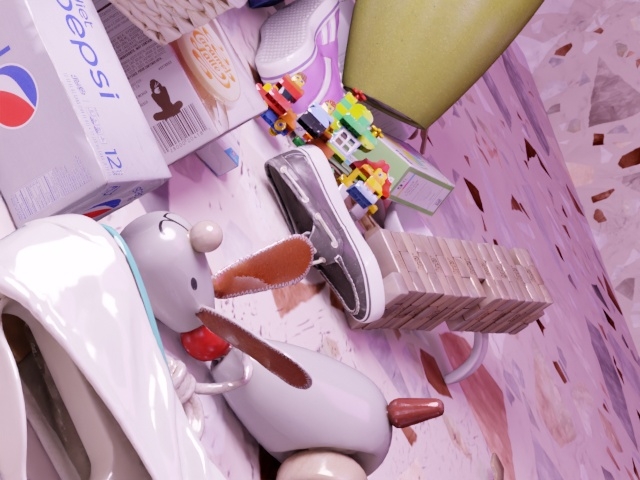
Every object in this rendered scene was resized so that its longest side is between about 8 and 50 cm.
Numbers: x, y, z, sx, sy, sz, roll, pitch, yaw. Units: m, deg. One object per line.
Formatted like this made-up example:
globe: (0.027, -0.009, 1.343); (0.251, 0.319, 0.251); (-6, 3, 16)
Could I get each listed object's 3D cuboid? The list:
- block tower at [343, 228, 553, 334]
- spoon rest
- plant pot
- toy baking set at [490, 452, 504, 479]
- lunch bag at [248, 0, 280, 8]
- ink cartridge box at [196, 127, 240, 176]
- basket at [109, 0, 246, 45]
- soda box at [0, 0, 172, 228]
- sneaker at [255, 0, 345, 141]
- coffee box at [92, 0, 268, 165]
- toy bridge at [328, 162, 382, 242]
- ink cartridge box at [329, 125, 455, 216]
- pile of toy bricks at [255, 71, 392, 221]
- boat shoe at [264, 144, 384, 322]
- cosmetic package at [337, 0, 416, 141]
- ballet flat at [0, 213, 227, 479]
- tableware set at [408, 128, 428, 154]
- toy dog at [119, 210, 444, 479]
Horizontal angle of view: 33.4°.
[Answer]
block tower: (0.166, 0.058, 1.371); (0.335, 0.091, 0.097); (5, 53, -46)
spoon rest: (0.168, 0.061, 1.516); (0.137, 0.084, 0.276); (7, 59, -66)
plant pot: (0.156, -0.315, 1.490); (0.275, 0.293, 0.275); (27, 4, -2)
toy baking set: (0.245, 0.400, 1.372); (0.197, 0.030, 0.256); (24, 44, -64)
lunch bag: (-0.064, -0.362, 1.461); (0.067, 0.098, 0.065); (-28, 102, -58)
ink cartridge box: (-0.111, -0.114, 1.139); (0.048, 0.028, 0.083); (49, 25, -34)
basket: (-0.128, -0.263, 0.898); (0.113, 0.103, 0.167); (40, 33, -40)
soda box: (-0.227, -0.153, 0.817); (0.286, 0.091, 0.098); (64, 22, 4)
sneaker: (-0.010, -0.230, 1.447); (0.161, 0.102, 0.282); (61, 26, -27)
coffee box: (-0.168, -0.198, 1.003); (0.246, 0.098, 0.141); (61, 21, -6)
toy bridge: (0.027, -0.059, 1.405); (0.188, 0.026, 0.063); (45, 26, -37)
ink cartridge box: (0.095, -0.104, 1.495); (0.109, 0.062, 0.209); (45, 15, 29)
pile of toy bricks: (0.022, -0.135, 1.279); (0.212, 0.105, 0.118); (45, -20, -8)
boat shoe: (0.000, 0.000, 1.218); (0.070, 0.078, 0.219); (-23, 85, -32)
cosmetic package: (0.059, -0.249, 1.635); (0.231, 0.085, 0.117); (59, 21, -7)
ballet flat: (-0.122, 0.171, 0.663); (0.400, 0.139, 0.139); (62, 20, 10)
tableware set: (0.126, -0.233, 1.728); (0.128, 0.039, 0.194); (53, -21, 28)
toy dog: (-0.018, 0.103, 0.908); (0.334, 0.161, 0.220); (42, 29, -44)
